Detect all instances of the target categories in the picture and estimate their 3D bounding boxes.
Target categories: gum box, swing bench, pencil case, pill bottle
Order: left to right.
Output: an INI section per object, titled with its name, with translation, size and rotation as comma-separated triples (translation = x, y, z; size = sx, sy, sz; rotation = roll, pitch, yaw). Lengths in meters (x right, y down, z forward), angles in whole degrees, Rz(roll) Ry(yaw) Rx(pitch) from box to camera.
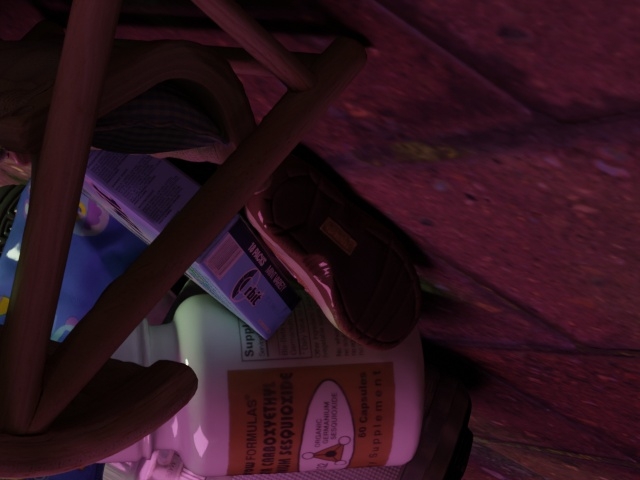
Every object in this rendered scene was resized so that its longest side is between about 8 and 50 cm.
[swing bench]
translation = -0.160, -0.028, 0.630
size = 0.253, 0.254, 0.165
rotation = 11, 160, 44
[pencil case]
translation = -0.202, 0.094, 1.075
size = 0.133, 0.306, 0.119
rotation = 12, 172, 21
[gum box]
translation = -0.109, -0.023, 0.902
size = 0.184, 0.041, 0.157
rotation = 37, 172, 22
[pill bottle]
translation = -0.050, 0.102, 0.992
size = 0.229, 0.131, 0.131
rotation = -2, 169, -9

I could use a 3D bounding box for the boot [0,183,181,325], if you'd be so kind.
[boot]
translation = -0.213, 0.024, 1.310
size = 0.190, 0.076, 0.208
rotation = 26, 173, 5

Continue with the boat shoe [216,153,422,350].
[boat shoe]
translation = 0.000, 0.000, 0.881
size = 0.072, 0.068, 0.190
rotation = 28, 162, 45

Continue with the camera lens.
[camera lens]
translation = -0.022, 0.172, 1.191
size = 0.274, 0.219, 0.219
rotation = 24, 166, 2
